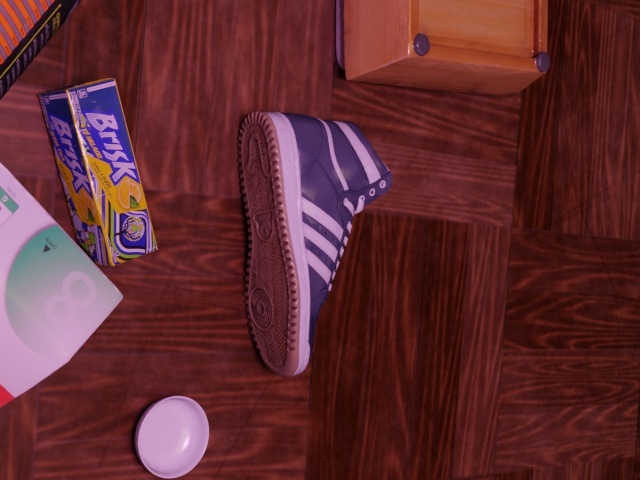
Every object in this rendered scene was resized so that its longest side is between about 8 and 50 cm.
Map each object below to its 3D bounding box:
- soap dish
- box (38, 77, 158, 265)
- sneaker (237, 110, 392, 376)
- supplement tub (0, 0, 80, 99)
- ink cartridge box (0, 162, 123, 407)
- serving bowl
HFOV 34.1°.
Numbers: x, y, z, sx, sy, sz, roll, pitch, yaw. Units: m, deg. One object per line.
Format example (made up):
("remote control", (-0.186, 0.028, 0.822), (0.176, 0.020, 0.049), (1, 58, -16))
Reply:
("soap dish", (0.153, -0.294, 1.233), (0.291, 0.118, 0.229), (-2, 94, -40))
("box", (-0.209, -0.064, 0.982), (0.054, 0.059, 0.169), (-24, 107, -39))
("sneaker", (0.000, 0.000, 1.134), (0.153, 0.099, 0.282), (-6, 93, -38))
("supplement tub", (-0.316, -0.185, 0.791), (0.207, 0.207, 0.338), (46, 64, -31))
("ink cartridge box", (-0.308, 0.067, 0.913), (0.225, 0.056, 0.181), (-53, 122, -27))
("serving bowl", (-0.155, 0.198, 1.061), (0.083, 0.027, 0.083), (-3, 95, -40))
